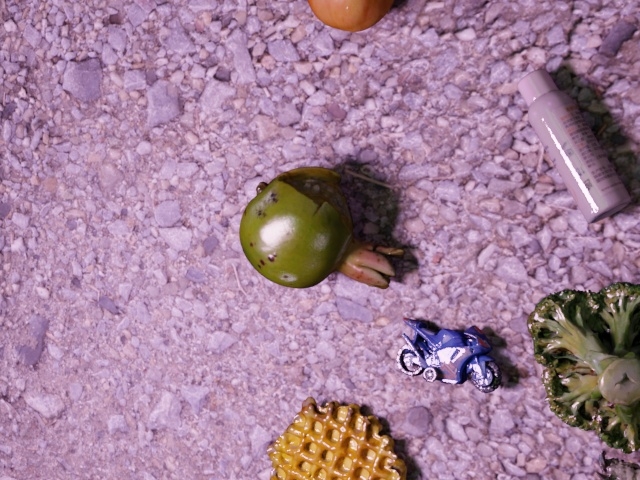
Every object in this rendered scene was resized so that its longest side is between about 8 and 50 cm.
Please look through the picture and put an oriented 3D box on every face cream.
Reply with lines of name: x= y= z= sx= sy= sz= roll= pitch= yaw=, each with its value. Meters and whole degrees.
face cream: x=0.409 y=-0.161 z=1.582 sx=0.082 sy=0.082 sz=0.269 roll=-34 pitch=73 yaw=27

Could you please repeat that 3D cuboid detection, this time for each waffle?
waffle: x=0.037 y=0.460 z=1.827 sx=0.329 sy=0.062 sz=0.329 roll=0 pitch=91 yaw=29

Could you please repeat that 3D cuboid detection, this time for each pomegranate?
pomegranate: x=0.000 y=0.000 z=1.766 sx=0.301 sy=0.236 sz=0.236 roll=31 pitch=108 yaw=-1

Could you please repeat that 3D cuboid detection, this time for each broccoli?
broccoli: x=0.440 y=0.184 z=1.463 sx=0.269 sy=0.269 sz=0.254 roll=25 pitch=97 yaw=28

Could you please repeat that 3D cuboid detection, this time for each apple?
apple: x=0.058 y=-0.471 z=1.729 sx=0.199 sy=0.199 sz=0.199 roll=1 pitch=91 yaw=31

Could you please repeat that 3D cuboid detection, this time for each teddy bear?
teddy bear: x=0.527 y=0.397 z=1.506 sx=0.213 sy=0.133 sz=0.111 roll=11 pitch=141 yaw=8

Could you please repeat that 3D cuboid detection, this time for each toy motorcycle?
toy motorcycle: x=0.229 y=0.200 z=1.704 sx=0.205 sy=0.076 sz=0.114 roll=9 pitch=86 yaw=32
